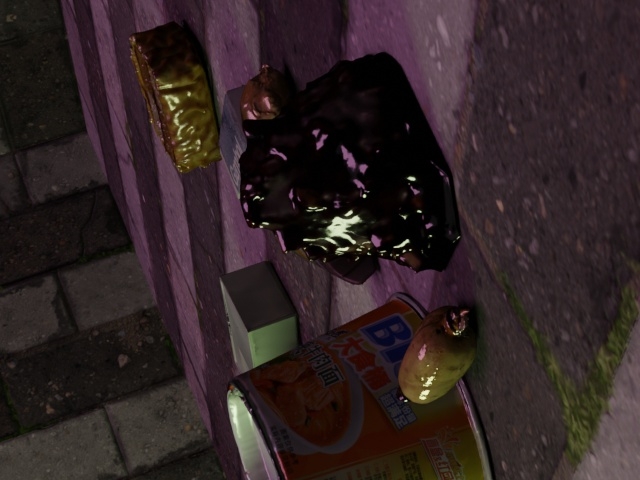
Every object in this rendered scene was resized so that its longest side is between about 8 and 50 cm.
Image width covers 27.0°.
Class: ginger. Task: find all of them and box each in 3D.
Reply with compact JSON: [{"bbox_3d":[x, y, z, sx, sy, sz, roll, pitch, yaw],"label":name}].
[{"bbox_3d":[-0.056,-0.125,1.670,0.095,0.069,0.190,-70,-28,-57],"label":"ginger"}]

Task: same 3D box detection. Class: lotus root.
[{"bbox_3d":[0.115,0.108,1.288,0.063,0.072,0.152,35,138,10],"label":"lotus root"}]

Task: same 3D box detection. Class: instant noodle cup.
[{"bbox_3d":[0.034,0.228,1.460,0.296,0.214,0.296,161,90,-76],"label":"instant noodle cup"}]

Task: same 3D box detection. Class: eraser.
[{"bbox_3d":[-0.107,-0.137,1.909,0.212,0.046,0.092,110,139,-69],"label":"eraser"}]

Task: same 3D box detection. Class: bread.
[{"bbox_3d":[-0.235,-0.236,2.192,0.181,0.096,0.222,-125,19,-51],"label":"bread"}]

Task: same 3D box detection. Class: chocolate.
[{"bbox_3d":[0.003,-0.055,1.296,0.206,0.177,0.224,104,147,-67],"label":"chocolate"}]

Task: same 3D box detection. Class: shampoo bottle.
[{"bbox_3d":[0.000,0.000,1.618,0.086,0.056,0.227,47,174,-17],"label":"shampoo bottle"}]

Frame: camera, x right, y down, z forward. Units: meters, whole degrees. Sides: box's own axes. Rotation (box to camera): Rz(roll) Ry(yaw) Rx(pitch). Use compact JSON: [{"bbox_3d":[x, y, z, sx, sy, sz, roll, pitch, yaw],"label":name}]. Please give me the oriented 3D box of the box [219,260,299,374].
[{"bbox_3d":[-0.091,0.161,2.164,0.225,0.086,0.129,86,160,-47],"label":"box"}]
